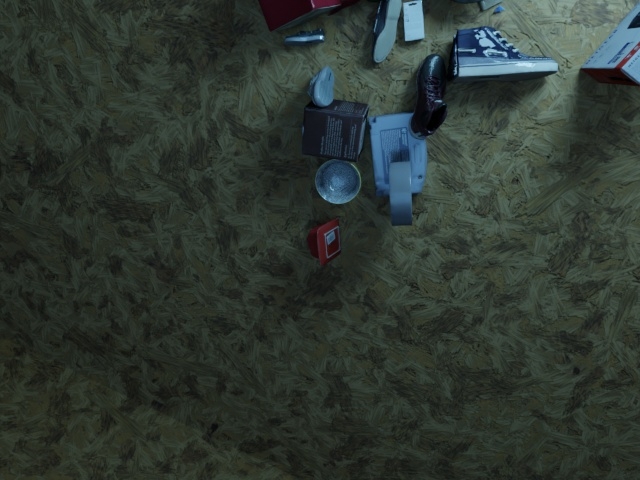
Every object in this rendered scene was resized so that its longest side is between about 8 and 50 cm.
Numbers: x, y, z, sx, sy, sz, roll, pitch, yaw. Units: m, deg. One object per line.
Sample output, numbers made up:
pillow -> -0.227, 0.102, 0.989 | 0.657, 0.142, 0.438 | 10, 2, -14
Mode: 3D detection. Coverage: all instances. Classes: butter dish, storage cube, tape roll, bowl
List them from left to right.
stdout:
storage cube -> -0.076, -0.792, 1.380 | 0.215, 0.184, 0.193 | -5, 115, 37
butter dish -> 0.000, 0.000, 1.748 | 0.118, 0.160, 0.159 | 9, 115, 33
bowl -> 0.070, -0.229, 1.664 | 0.170, 0.080, 0.170 | 3, 111, 9
tape roll -> 0.277, -0.160, 1.521 | 0.072, 0.219, 0.219 | -1, 111, 12

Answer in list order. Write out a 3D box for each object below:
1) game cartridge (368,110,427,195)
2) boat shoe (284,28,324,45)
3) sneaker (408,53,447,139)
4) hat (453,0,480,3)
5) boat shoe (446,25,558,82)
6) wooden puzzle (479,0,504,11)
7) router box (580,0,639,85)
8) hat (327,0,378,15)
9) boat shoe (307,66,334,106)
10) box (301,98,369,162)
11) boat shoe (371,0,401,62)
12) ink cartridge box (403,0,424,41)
game cartridge -> 0.285, -0.311, 1.607 | 0.196, 0.060, 0.294 | -2, 111, 15
boat shoe -> -0.055, -0.700, 1.525 | 0.142, 0.049, 0.040 | 0, 92, 9
sneaker -> 0.378, -0.470, 1.441 | 0.107, 0.162, 0.281 | 6, 100, -11
hat -> 0.478, -0.882, 1.300 | 0.332, 0.134, 0.331 | 14, 124, 23
boat shoe -> 0.577, -0.596, 1.404 | 0.341, 0.127, 0.158 | -1, 96, 2
wooden puzzle -> 0.536, -0.776, 1.397 | 0.079, 0.014, 0.116 | -13, 108, 20
router box -> 0.934, -0.599, 1.233 | 0.082, 0.301, 0.335 | 35, 113, -4
hat -> 0.165, -0.770, 1.423 | 0.173, 0.208, 0.183 | -12, 140, -29
boat shoe -> -0.003, -0.507, 1.502 | 0.076, 0.226, 0.083 | -20, 124, 28
box -> 0.054, -0.390, 1.546 | 0.203, 0.167, 0.168 | 11, 122, 7
boat shoe -> 0.208, -0.704, 1.474 | 0.065, 0.075, 0.206 | 42, 129, 40
ink cartridge box -> 0.306, -0.720, 1.454 | 0.063, 0.029, 0.115 | -4, 109, 13
